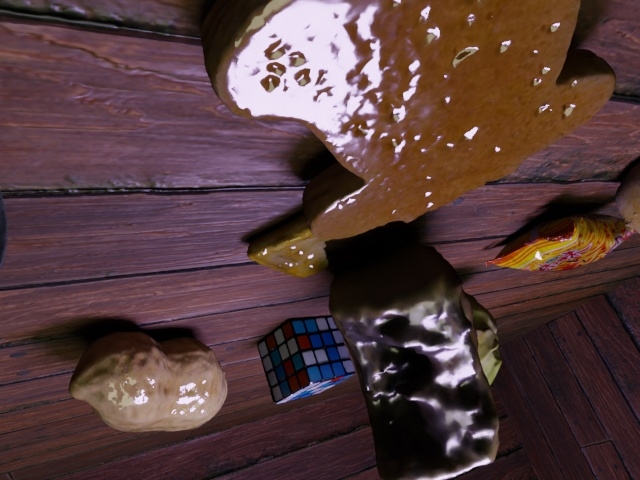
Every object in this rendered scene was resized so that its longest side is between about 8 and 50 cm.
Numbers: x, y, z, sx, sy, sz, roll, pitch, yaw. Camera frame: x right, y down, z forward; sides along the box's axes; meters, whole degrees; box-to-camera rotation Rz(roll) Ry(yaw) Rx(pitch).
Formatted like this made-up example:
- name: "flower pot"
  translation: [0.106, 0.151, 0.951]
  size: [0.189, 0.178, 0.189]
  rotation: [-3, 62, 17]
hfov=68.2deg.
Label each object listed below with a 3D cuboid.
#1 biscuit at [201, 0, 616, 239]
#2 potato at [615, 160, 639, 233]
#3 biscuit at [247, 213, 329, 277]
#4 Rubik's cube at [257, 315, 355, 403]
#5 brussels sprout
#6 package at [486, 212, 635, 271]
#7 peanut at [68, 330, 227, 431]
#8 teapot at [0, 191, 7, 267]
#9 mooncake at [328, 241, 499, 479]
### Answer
- name: "biscuit"
  translation: [0.096, -0.147, 0.454]
  size: [0.368, 0.076, 0.394]
  rotation: [-27, 152, 15]
- name: "potato"
  translation: [0.644, -0.101, 0.905]
  size: [0.117, 0.182, 0.202]
  rotation: [23, 146, 9]
- name: "biscuit"
  translation: [0.000, 0.000, 0.717]
  size: [0.183, 0.039, 0.174]
  rotation: [-29, 153, 21]
- name: "Rubik's cube"
  translation: [-0.037, 0.285, 1.141]
  size: [0.151, 0.154, 0.155]
  rotation: [4, 147, -42]
- name: "brussels sprout"
  translation: [0.268, 0.256, 1.164]
  size: [0.327, 0.328, 0.247]
  rotation: [-11, 179, -19]
- name: "package"
  translation: [0.543, 0.005, 1.066]
  size: [0.288, 0.109, 0.223]
  rotation: [4, 152, -29]
- name: "peanut"
  translation: [-0.299, 0.265, 0.886]
  size: [0.192, 0.170, 0.387]
  rotation: [-30, 154, 7]
- name: "teapot"
  translation: [-0.359, -0.016, 0.293]
  size: [0.225, 0.171, 0.203]
  rotation: [-12, 124, -1]
- name: "mooncake"
  translation: [0.167, 0.211, 0.857]
  size: [0.246, 0.393, 0.394]
  rotation: [-18, 146, 4]
